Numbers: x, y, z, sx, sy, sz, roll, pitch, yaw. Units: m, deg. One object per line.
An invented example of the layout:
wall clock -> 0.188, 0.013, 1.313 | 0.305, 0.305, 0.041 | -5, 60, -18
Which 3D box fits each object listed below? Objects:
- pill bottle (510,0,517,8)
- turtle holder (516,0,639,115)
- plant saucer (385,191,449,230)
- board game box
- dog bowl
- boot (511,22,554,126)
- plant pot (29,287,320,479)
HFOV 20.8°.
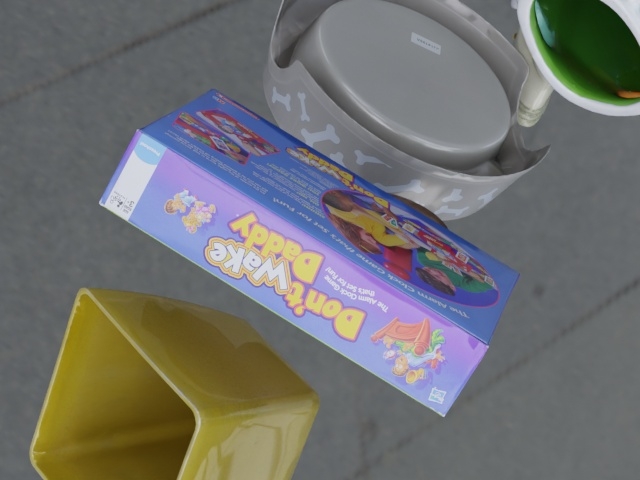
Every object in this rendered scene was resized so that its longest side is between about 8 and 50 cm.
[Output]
pill bottle -> 0.211, -0.261, 1.550 | 0.067, 0.067, 0.120 | -1, 105, -46
turtle holder -> 0.261, -0.242, 1.350 | 0.227, 0.243, 0.320 | -50, 153, -28
plant saucer -> 0.068, -0.006, 1.822 | 0.168, 0.168, 0.029 | 51, 47, -46
board game box -> 0.000, 0.000, 1.564 | 0.078, 0.347, 0.233 | -60, 176, 18
dog bowl -> 0.091, -0.166, 1.977 | 0.349, 0.348, 0.102 | -10, 145, -43
boot -> 0.263, -0.264, 2.122 | 0.077, 0.213, 0.165 | 4, 149, -10
plant pot -> -0.129, 0.179, 1.681 | 0.187, 0.212, 0.212 | -5, 126, -42
